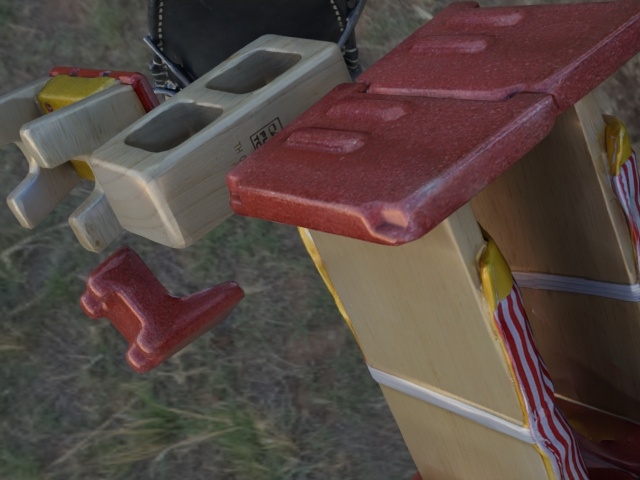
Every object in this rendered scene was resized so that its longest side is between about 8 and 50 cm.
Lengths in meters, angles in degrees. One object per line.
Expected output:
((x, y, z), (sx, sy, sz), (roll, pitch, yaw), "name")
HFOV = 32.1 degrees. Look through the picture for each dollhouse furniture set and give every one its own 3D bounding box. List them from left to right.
((0.000, 0.000, 0.553), (0.152, 0.201, 0.374), (-39, 31, -27), "dollhouse furniture set")

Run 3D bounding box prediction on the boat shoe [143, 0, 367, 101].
((-0.048, -0.149, 0.887), (0.187, 0.500, 0.155), (-1, 80, -1), "boat shoe")
